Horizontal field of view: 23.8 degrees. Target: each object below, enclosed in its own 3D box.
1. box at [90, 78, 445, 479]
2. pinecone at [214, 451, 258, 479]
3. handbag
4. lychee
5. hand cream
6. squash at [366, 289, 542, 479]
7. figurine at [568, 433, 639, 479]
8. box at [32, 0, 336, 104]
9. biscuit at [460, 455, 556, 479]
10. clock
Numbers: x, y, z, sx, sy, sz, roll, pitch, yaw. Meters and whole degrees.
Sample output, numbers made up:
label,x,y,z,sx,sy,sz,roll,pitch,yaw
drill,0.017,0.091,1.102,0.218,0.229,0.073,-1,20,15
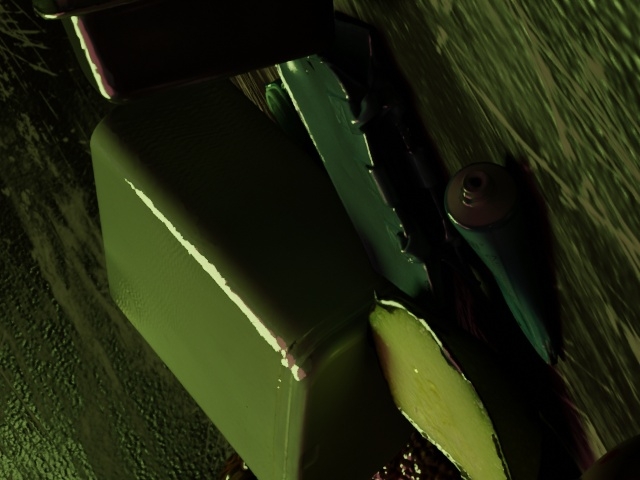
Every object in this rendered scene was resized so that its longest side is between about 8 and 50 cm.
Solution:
label,x,y,z,sx,sy,sz,roll,pitch,yaw
box,-0.061,0.055,1.516,0.344,0.177,0.352,47,155,25
pinecone,0.017,0.359,2.029,0.398,0.398,0.398,61,175,10
handbag,0.048,-0.066,1.225,0.229,0.062,0.179,64,171,-18
lychee,0.132,0.304,1.734,0.188,0.188,0.188,61,175,10
hand cream,0.124,0.013,1.018,0.083,0.048,0.224,60,180,30
squash,0.122,0.107,1.244,0.192,0.085,0.184,41,155,43
figurine,0.172,0.153,0.767,0.125,0.125,0.138,59,155,30
box,-0.107,-0.211,1.113,0.290,0.220,0.166,-131,26,-71
biscuit,0.197,0.290,1.437,0.350,0.070,0.394,61,177,41
clock,-0.019,-0.130,1.612,0.101,0.041,0.135,59,174,21
